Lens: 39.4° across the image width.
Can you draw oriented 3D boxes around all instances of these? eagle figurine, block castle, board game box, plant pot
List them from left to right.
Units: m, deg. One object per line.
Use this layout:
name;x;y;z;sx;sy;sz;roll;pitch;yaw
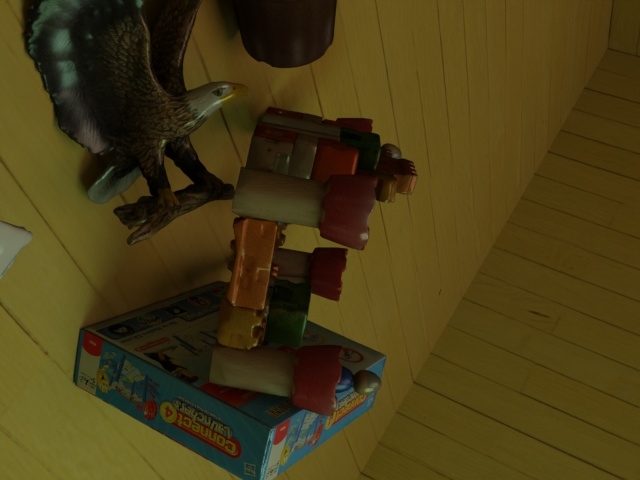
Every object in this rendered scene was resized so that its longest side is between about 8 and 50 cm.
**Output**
eagle figurine;-0.183;-0.170;0.991;0.226;0.225;0.298;-144;-143;-76
board game box;-0.113;0.176;1.217;0.308;0.302;0.086;-18;126;-58
plant pot;-0.045;-0.320;1.134;0.167;0.167;0.165;-54;159;-27
block castle;0.000;0.000;1.199;0.453;0.213;0.303;-82;-178;-72

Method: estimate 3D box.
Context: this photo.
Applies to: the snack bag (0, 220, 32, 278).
snack bag;-0.437;0.087;0.759;0.323;0.037;0.342;-57;154;-1
